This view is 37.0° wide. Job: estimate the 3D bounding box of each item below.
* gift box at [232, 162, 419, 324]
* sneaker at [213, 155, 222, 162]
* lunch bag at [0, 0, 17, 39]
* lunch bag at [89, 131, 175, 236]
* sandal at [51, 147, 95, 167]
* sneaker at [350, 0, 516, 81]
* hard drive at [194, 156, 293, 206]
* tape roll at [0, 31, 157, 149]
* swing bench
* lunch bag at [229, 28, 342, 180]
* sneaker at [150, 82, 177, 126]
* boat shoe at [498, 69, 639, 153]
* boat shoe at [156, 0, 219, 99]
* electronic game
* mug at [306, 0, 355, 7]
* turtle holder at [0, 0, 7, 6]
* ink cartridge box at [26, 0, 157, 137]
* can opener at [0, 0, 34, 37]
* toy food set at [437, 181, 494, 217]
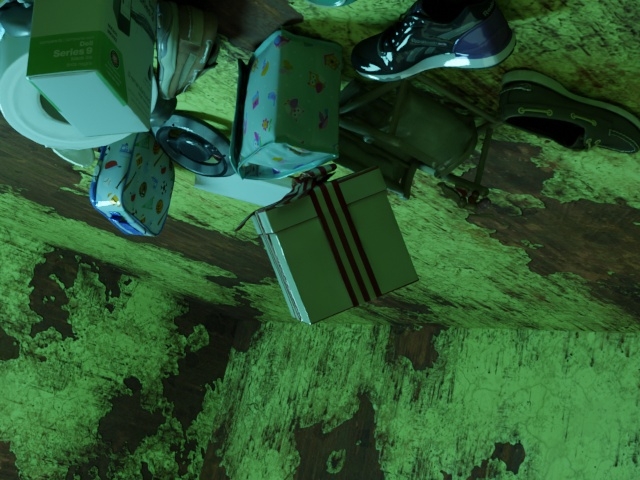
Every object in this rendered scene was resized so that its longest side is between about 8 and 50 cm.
[{"bbox_3d":[0.000,0.000,1.772,0.276,0.258,0.255,-21,-177,-15],"label":"gift box"},{"bbox_3d":[-0.213,-0.209,2.318,0.119,0.042,0.067,18,161,11],"label":"sneaker"},{"bbox_3d":[-0.638,-0.414,1.809,0.221,0.138,0.293,9,144,14],"label":"lunch bag"},{"bbox_3d":[-0.468,-0.141,2.386,0.115,0.243,0.303,8,164,15],"label":"lunch bag"},{"bbox_3d":[-0.635,-0.272,2.297,0.240,0.079,0.088,32,118,-12],"label":"sandal"},{"bbox_3d":[0.160,-0.339,1.520,0.283,0.107,0.124,-3,144,34],"label":"sneaker"},{"bbox_3d":[-0.176,-0.143,2.523,0.308,0.040,0.203,15,164,-6],"label":"hard drive"},{"bbox_3d":[-0.446,-0.294,1.754,0.286,0.100,0.286,-11,147,-8],"label":"tape roll"},{"bbox_3d":[0.169,-0.199,1.847,0.253,0.165,0.255,23,166,-35],"label":"swing bench"},{"bbox_3d":[-0.079,-0.238,1.773,0.160,0.223,0.262,9,167,-28],"label":"lunch bag"},{"bbox_3d":[-0.453,-0.315,2.071,0.286,0.109,0.130,-3,149,25],"label":"sneaker"},{"bbox_3d":[0.449,-0.207,1.709,0.305,0.091,0.109,19,163,-20],"label":"boat shoe"},{"bbox_3d":[-0.242,-0.339,1.760,0.117,0.123,0.324,-2,174,-10],"label":"boat shoe"},{"bbox_3d":[-0.294,-0.224,2.260,0.229,0.048,0.229,20,154,10],"label":"electronic game"},{"bbox_3d":[0.017,-0.393,1.395,0.130,0.097,0.158,3,161,32],"label":"mug"},{"bbox_3d":[-0.560,-0.425,1.408,0.228,0.243,0.320,-4,-151,-23],"label":"turtle holder"},{"bbox_3d":[-0.351,-0.339,1.507,0.122,0.289,0.211,-4,161,11],"label":"ink cartridge box"},{"bbox_3d":[-0.518,-0.390,1.584,0.280,0.093,0.074,20,141,51],"label":"can opener"},{"bbox_3d":[0.280,-0.081,1.799,0.078,0.019,0.122,5,155,40],"label":"toy food set"}]
